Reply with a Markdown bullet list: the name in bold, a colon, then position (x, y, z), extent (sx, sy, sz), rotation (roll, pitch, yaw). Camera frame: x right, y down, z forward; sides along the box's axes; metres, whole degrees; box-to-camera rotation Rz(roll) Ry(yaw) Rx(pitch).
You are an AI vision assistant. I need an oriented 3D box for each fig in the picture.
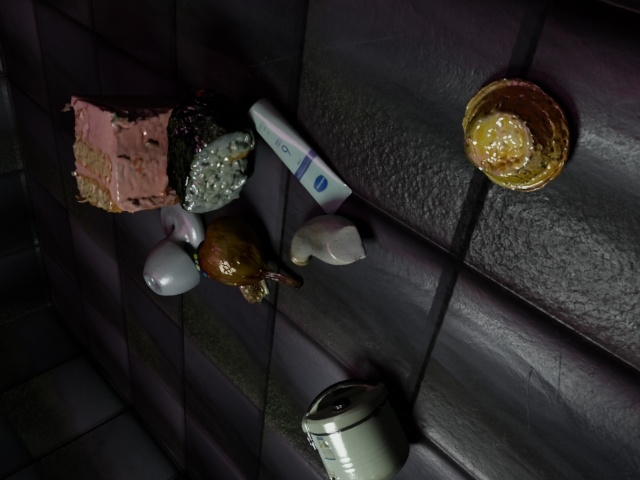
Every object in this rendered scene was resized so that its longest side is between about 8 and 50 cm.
- **fig**: position (-0.203, 0.061, 1.540), extent (0.290, 0.191, 0.190), rotation (40, 136, 31)

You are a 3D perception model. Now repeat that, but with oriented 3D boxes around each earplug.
- **earplug**: position (-0.462, 0.015, 1.826), extent (0.214, 0.175, 0.325), rotation (-14, 69, 53)

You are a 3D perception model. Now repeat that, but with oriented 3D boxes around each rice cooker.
- **rice cooker**: position (0.084, 0.459, 1.392), extent (0.226, 0.226, 0.244), rotation (-18, 99, 52)

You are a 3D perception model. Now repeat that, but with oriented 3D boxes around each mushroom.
- **mushroom**: position (0.000, 0.000, 1.341), extent (0.270, 0.103, 0.118), rotation (-3, 101, 61)

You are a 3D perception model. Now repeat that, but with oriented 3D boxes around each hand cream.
- **hand cream**: position (-0.052, -0.202, 1.334), extent (0.320, 0.067, 0.109), rotation (49, 139, 9)

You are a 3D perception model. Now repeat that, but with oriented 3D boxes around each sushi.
- **sushi**: position (-0.282, -0.219, 1.438), extent (0.170, 0.211, 0.350), rotation (57, 153, 21)

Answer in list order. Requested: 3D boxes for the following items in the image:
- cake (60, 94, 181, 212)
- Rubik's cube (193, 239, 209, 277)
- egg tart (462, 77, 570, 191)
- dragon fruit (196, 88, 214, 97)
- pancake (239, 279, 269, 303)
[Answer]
- **cake**: position (-0.514, -0.251, 1.641), extent (0.293, 0.314, 0.306), rotation (20, 115, 40)
- **Rubik's cube**: position (-0.312, 0.050, 1.714), extent (0.112, 0.133, 0.133), rotation (3, 115, 18)
- **egg tart**: position (0.300, -0.162, 0.913), extent (0.191, 0.074, 0.191), rotation (24, 126, 38)
- **dragon fruit**: position (-0.317, -0.340, 1.544), extent (0.112, 0.068, 0.126), rotation (32, 131, 39)
- **pancake**: position (-0.202, 0.131, 1.704), extent (0.116, 0.023, 0.129), rotation (55, 137, 13)
